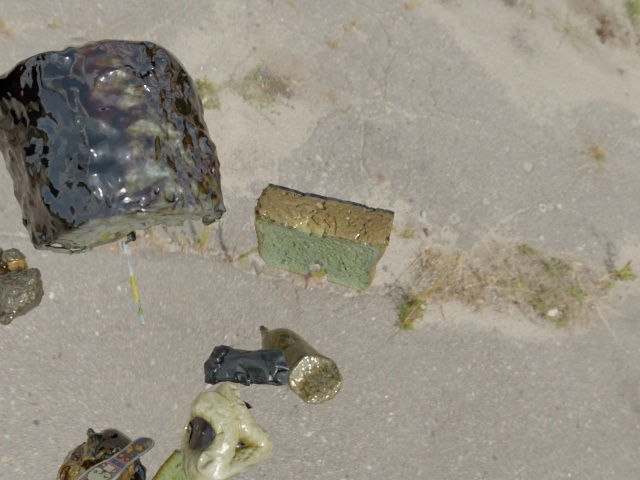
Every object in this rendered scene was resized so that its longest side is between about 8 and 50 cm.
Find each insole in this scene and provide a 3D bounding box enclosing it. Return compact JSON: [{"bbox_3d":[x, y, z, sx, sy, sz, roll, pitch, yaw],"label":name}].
[{"bbox_3d":[-0.428,0.468,1.029,0.065,0.004,0.197,13,18,27],"label":"insole"}]

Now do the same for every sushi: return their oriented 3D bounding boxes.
[{"bbox_3d":[-0.333,-0.140,0.779,0.300,0.281,0.294,-16,95,-40],"label":"sushi"},{"bbox_3d":[-0.520,0.558,1.147,0.213,0.204,0.200,-46,52,-1],"label":"sushi"}]

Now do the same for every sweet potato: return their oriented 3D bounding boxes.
[{"bbox_3d":[-0.083,0.372,1.540,0.158,0.370,0.157,-11,111,-29],"label":"sweet potato"}]

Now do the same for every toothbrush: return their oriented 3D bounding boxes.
[{"bbox_3d":[-0.604,0.135,1.578,0.024,0.021,0.288,6,61,-57],"label":"toothbrush"}]

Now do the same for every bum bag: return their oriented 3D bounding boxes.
[{"bbox_3d":[-0.166,0.279,1.100,0.198,0.049,0.087,1,59,5],"label":"bum bag"}]

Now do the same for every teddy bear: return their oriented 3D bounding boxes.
[{"bbox_3d":[-0.671,0.107,1.053,0.140,0.190,0.177,38,68,-46],"label":"teddy bear"}]

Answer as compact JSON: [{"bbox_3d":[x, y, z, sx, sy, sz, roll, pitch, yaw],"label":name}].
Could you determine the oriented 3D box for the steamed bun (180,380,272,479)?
[{"bbox_3d":[-0.190,0.359,0.950,0.172,0.141,0.155,-9,88,-42],"label":"steamed bun"}]

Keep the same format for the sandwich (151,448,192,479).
[{"bbox_3d":[-0.277,0.509,1.009,0.122,0.235,0.128,29,76,7],"label":"sandwich"}]

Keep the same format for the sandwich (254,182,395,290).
[{"bbox_3d":[0.000,0.001,1.046,0.274,0.249,0.095,14,62,4],"label":"sandwich"}]
